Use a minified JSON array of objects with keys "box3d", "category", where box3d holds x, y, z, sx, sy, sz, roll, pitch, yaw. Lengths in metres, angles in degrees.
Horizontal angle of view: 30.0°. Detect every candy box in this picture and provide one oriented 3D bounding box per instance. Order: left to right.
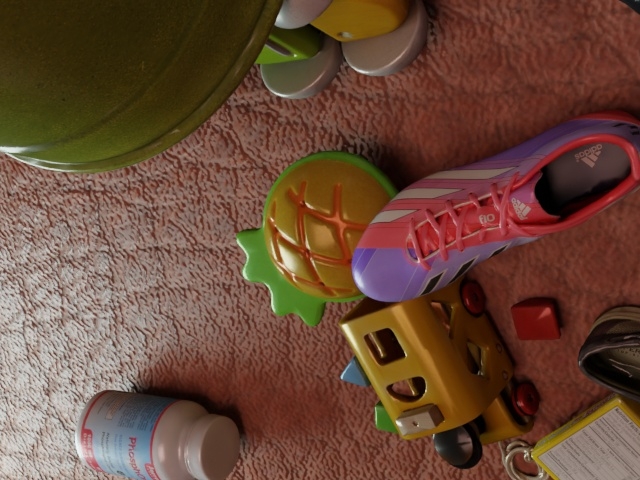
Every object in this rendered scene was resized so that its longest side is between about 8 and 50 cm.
[{"box3d":[0.278,0.216,0.963,0.206,0.027,0.105,45,127,-2],"category":"candy box"}]

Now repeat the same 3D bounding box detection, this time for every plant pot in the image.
[{"box3d":[-0.254,-0.231,0.731,0.366,0.353,0.367,0,91,28],"category":"plant pot"}]

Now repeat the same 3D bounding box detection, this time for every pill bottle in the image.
[{"box3d":[-0.166,0.203,1.222,0.160,0.087,0.087,2,114,33],"category":"pill bottle"}]

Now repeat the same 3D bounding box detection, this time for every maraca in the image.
[{"box3d":[0.000,0.000,1.006,0.127,0.099,0.185,51,130,4],"category":"maraca"}]

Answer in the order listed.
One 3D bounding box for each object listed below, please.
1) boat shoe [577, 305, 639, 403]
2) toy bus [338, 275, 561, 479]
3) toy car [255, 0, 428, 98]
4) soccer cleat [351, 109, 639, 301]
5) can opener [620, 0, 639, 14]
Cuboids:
[{"box3d":[0.298,0.106,0.878,0.223,0.073,0.080,12,119,29],"category":"boat shoe"},{"box3d":[0.100,0.122,0.997,0.202,0.104,0.191,24,124,22],"category":"toy bus"},{"box3d":[-0.014,-0.197,0.908,0.182,0.159,0.136,-11,71,35],"category":"toy car"},{"box3d":[0.126,-0.022,0.873,0.248,0.095,0.083,-26,96,17],"category":"soccer cleat"},{"box3d":[0.186,-0.193,0.822,0.186,0.059,0.073,15,147,38],"category":"can opener"}]
